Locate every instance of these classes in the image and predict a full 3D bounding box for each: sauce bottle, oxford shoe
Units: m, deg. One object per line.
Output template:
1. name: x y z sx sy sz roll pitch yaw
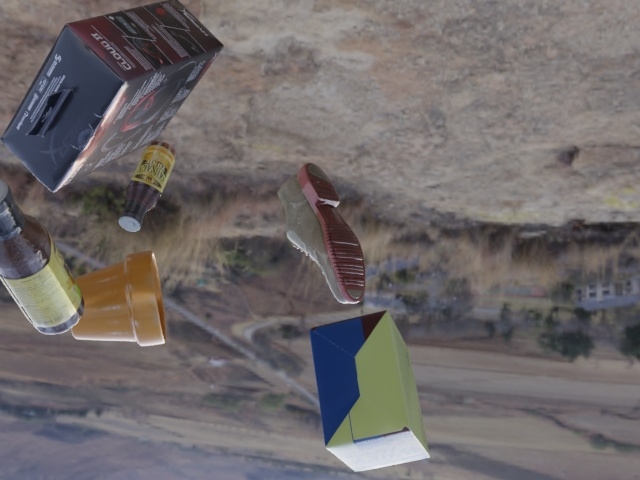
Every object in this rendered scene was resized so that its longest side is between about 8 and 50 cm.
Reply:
1. sauce bottle: -0.506 0.032 1.344 0.111 0.111 0.344 5 143 7
2. oxford shoe: 0.000 0.000 1.771 0.130 0.348 0.123 -33 152 29
3. sauce bottle: -0.209 -0.065 0.939 0.042 0.128 0.042 6 139 5

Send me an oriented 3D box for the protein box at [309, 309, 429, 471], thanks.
1. protein box: 0.083 0.254 1.288 0.135 0.200 0.201 -14 151 10

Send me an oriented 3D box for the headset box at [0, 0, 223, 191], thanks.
1. headset box: -0.295 -0.207 1.095 0.110 0.293 0.218 44 122 -1

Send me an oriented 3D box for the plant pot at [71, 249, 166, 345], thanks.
1. plant pot: -0.442 0.135 1.685 0.187 0.205 0.205 -8 163 -8
